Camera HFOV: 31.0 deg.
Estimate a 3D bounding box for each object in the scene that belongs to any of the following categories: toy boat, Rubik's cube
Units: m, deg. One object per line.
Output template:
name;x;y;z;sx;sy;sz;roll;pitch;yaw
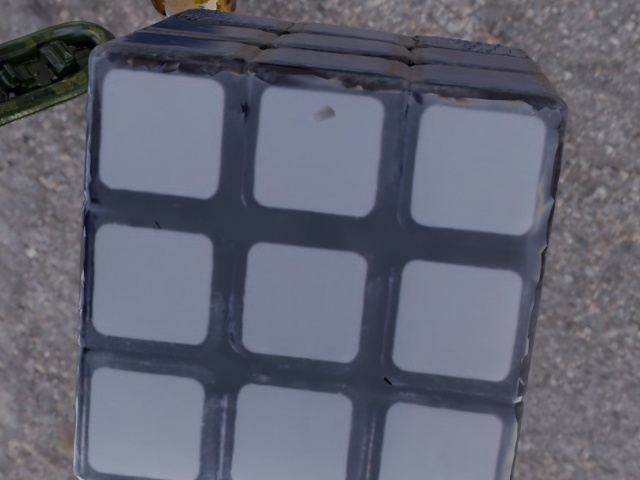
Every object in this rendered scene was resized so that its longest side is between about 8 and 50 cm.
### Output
toy boat;-0.311;-0.179;1.236;0.104;0.210;0.052;49;148;23
Rubik's cube;0.000;0.000;0.860;0.301;0.305;0.304;7;104;4

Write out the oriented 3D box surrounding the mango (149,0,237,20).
mango;-0.148;-0.292;1.180;0.178;0.090;0.115;66;169;0
